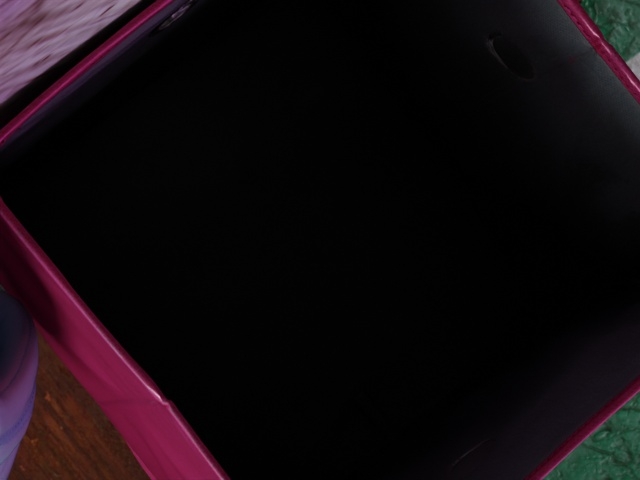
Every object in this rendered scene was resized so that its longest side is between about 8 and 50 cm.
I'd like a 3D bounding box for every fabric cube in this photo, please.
[{"bbox_3d":[0.000,0.000,0.854,0.254,0.259,0.258,-39,-175,-13],"label":"fabric cube"}]

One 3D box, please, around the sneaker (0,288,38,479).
[{"bbox_3d":[-0.211,0.068,0.695,0.366,0.135,0.150,-17,129,-83],"label":"sneaker"}]
